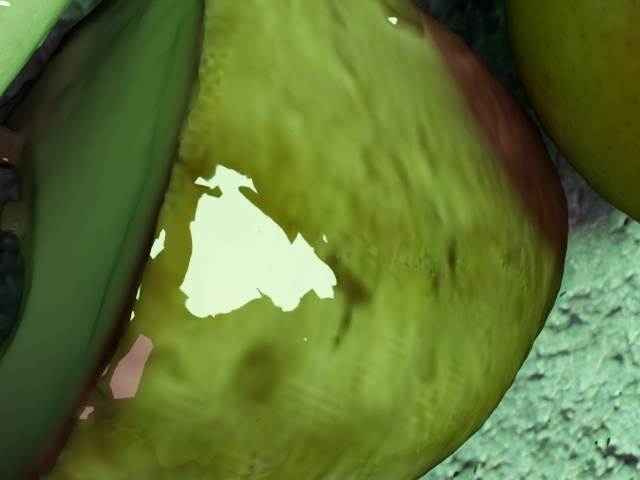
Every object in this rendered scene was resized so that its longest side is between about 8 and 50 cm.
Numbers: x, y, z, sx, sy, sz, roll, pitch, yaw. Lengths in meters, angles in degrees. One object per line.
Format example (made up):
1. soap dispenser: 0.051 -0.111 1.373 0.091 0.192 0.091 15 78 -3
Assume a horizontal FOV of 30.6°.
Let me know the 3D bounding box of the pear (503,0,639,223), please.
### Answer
1. pear: 0.280 -0.158 0.678 0.362 0.418 0.362 1 66 -3

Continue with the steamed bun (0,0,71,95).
1. steamed bun: -0.202 -0.199 0.497 0.247 0.236 0.383 25 84 -23

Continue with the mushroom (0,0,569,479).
1. mushroom: 0.014 0.040 0.635 0.397 0.313 0.224 29 133 -36
